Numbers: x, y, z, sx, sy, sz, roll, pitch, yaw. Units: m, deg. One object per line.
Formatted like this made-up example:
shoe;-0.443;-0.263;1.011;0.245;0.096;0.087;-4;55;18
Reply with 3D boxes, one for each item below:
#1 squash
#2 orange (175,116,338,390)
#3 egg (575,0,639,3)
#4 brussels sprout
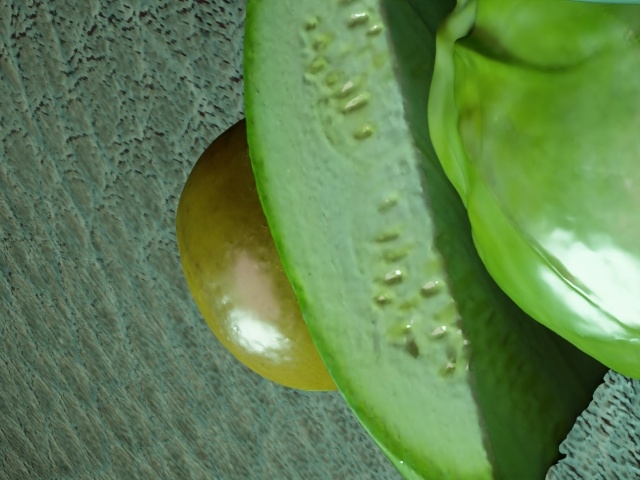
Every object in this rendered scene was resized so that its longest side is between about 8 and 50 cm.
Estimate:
squash;0.019;-0.026;0.904;0.111;0.203;0.288;-27;104;42
orange;0.000;0.000;1.030;0.136;0.159;0.159;-25;104;19
egg;0.088;-0.208;0.568;0.389;0.276;0.276;15;133;46
brussels sprout;0.139;-0.047;0.777;0.223;0.161;0.223;37;153;22
